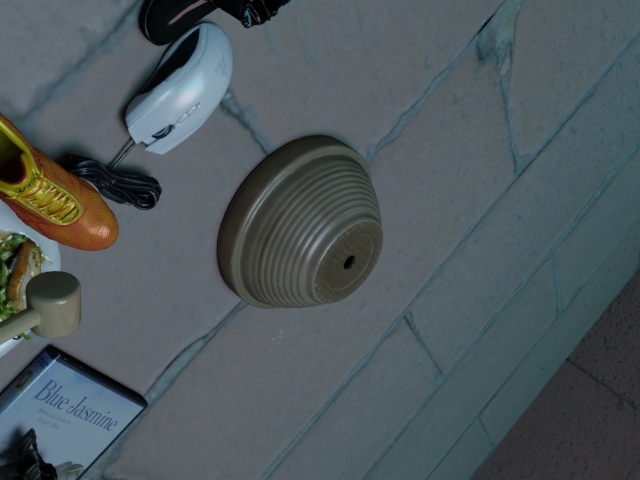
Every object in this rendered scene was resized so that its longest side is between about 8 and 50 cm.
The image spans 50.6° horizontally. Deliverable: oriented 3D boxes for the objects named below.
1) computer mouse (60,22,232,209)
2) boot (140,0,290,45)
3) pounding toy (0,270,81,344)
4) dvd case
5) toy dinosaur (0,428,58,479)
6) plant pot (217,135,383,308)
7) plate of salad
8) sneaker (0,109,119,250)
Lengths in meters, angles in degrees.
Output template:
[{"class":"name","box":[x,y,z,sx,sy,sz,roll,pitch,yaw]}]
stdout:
[{"class":"computer mouse","box":[-0.141,-0.114,0.622,0.193,0.042,0.106,-53,145,-1]},{"class":"boot","box":[-0.083,-0.200,0.563,0.121,0.099,0.045,-49,145,-7]},{"class":"pounding toy","box":[-0.248,0.006,0.403,0.206,0.181,0.094,6,119,-19]},{"class":"dvd case","box":[-0.325,0.243,0.736,0.253,0.022,0.180,-47,146,-10]},{"class":"toy dinosaur","box":[-0.355,0.306,0.646,0.219,0.164,0.322,-24,157,-16]},{"class":"plant pot","box":[0.000,0.000,0.836,0.237,0.110,0.237,-32,141,-30]},{"class":"plate of salad","box":[-0.307,0.048,0.560,0.200,0.048,0.199,-31,141,-29]},{"class":"sneaker","box":[-0.227,-0.040,0.531,0.064,0.067,0.175,-44,132,-1]}]
